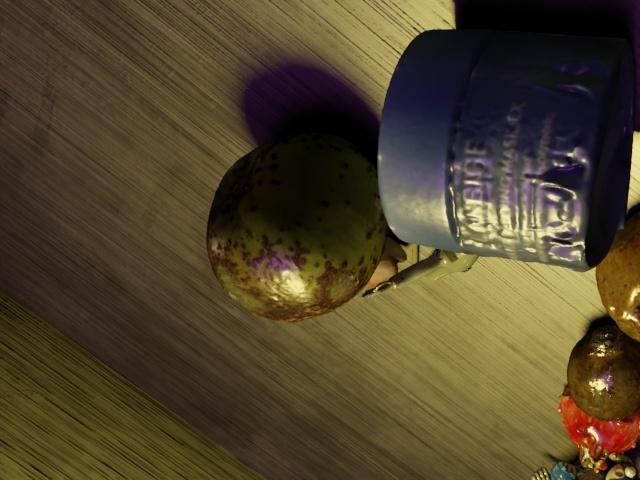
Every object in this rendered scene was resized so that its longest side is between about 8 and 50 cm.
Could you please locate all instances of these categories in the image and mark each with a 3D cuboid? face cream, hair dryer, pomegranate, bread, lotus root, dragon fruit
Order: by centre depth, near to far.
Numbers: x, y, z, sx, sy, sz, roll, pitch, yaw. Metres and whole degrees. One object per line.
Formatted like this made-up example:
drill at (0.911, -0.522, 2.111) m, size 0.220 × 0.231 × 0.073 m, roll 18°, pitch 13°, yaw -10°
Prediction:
face cream at (0.212, -0.102, 0.842) m, size 0.225 × 0.249 × 0.249 m, roll 8°, pitch 140°, yaw 28°
bread at (0.455, 0.060, 0.961) m, size 0.230 × 0.123 × 0.230 m, roll 24°, pitch 145°, yaw 18°
pomegranate at (0.000, 0.000, 1.164) m, size 0.285 × 0.285 × 0.340 m, roll -8°, pitch 152°, yaw 45°
lotus root at (0.434, 0.203, 1.170) m, size 0.120 × 0.120 × 0.209 m, roll 12°, pitch 142°, yaw 29°
hair dryer at (0.148, 0.054, 1.175) m, size 0.067 × 0.199 × 0.167 m, roll 59°, pitch 174°, yaw 13°
dragon fruit at (0.464, 0.319, 1.296) m, size 0.153 × 0.111 × 0.153 m, roll 19°, pitch 143°, yaw 15°

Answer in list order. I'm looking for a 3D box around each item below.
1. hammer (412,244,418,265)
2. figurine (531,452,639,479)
hammer at (0.159, -0.004, 1.221) m, size 0.060 × 0.028 × 0.195 m, roll 13°, pitch 145°, yaw 17°
figurine at (0.494, 0.456, 1.407) m, size 0.164 × 0.121 × 0.262 m, roll -5°, pitch 157°, yaw -2°
